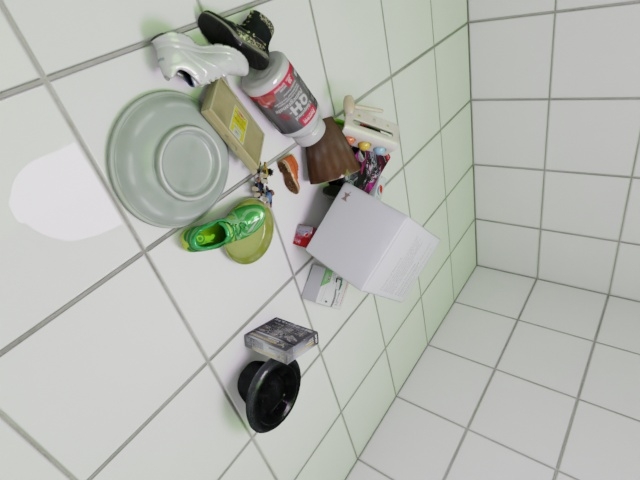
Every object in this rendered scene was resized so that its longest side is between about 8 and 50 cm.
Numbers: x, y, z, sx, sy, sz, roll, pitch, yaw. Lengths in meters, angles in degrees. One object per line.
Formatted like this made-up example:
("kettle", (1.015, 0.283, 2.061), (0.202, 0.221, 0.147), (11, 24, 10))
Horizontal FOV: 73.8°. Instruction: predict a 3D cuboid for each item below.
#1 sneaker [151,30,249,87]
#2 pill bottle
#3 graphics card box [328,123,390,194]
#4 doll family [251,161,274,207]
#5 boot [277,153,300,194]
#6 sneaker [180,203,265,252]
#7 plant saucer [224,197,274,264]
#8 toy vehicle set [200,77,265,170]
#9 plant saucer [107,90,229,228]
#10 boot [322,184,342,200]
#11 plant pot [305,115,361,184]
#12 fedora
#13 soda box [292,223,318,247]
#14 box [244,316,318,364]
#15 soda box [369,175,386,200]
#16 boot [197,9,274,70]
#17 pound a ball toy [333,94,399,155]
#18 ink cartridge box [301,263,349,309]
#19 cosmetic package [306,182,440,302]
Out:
("sneaker", (-0.337, -0.500, 1.226), (0.297, 0.111, 0.130), (-9, 96, -42))
("pill bottle", (-0.112, -0.474, 1.477), (0.318, 0.176, 0.176), (43, 67, -49))
("graphics card box", (0.184, -0.344, 1.975), (0.371, 0.094, 0.233), (-57, 139, -23))
("doll family", (-0.203, -0.208, 1.522), (0.111, 0.075, 0.193), (-93, -174, -65))
("boot", (-0.105, -0.259, 1.657), (0.085, 0.059, 0.158), (-51, 135, -37))
("sneaker", (-0.295, -0.031, 1.371), (0.295, 0.123, 0.110), (-27, 110, -28))
("plant saucer", (-0.265, -0.034, 1.533), (0.241, 0.037, 0.241), (-19, 115, -49))
("toy vehicle set", (-0.271, -0.371, 1.362), (0.267, 0.035, 0.166), (51, 34, -47))
("plant saucer", (-0.403, -0.226, 1.243), (0.400, 0.100, 0.401), (-20, 117, -47))
("boot", (0.084, -0.145, 1.895), (0.209, 0.189, 0.076), (109, -11, -54))
("plant pot", (0.027, -0.366, 1.697), (0.215, 0.215, 0.231), (-31, 109, -44))
("fedora", (-0.221, 0.582, 1.687), (0.334, 0.152, 0.334), (-27, 124, -47))
("soda box", (0.000, 0.000, 1.850), (0.263, 0.083, 0.092), (15, 91, -53))
("box", (-0.151, 0.382, 1.650), (0.183, 0.231, 0.056), (-23, 115, -48))
("soda box", (0.260, -0.222, 2.133), (0.074, 0.069, 0.216), (19, 87, -54))
("boot", (-0.252, -0.658, 1.323), (0.236, 0.085, 0.179), (27, 55, -28))
("pound a ball toy", (0.188, -0.458, 1.771), (0.319, 0.208, 0.136), (11, 77, -27))
("ink cartridge box", (0.030, 0.216, 1.949), (0.219, 0.092, 0.160), (27, 80, -52))
("cosmetic package", (0.226, 0.017, 1.761), (0.393, 0.329, 0.328), (23, 100, -54))
